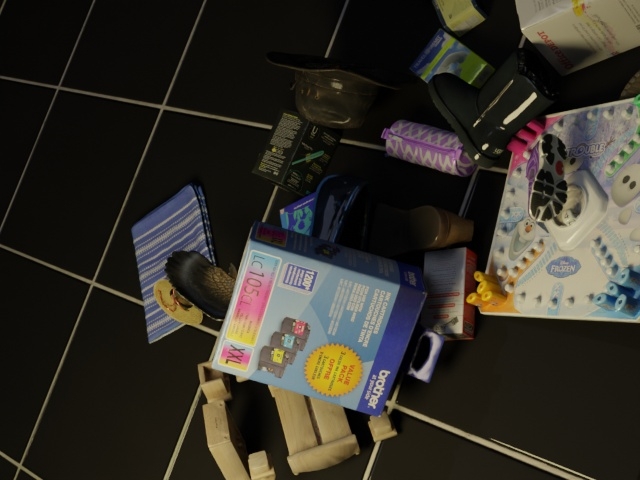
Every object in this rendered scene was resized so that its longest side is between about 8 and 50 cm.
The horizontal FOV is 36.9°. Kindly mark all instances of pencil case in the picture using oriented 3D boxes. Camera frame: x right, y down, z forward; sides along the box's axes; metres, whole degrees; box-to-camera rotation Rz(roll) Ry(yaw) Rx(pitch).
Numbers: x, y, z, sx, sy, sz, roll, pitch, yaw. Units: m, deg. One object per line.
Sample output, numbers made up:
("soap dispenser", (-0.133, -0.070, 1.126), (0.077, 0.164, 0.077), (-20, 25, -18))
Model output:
("pencil case", (0.222, -0.189, 1.935), (0.206, 0.088, 0.086), (20, 87, 40))

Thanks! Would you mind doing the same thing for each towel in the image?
("towel", (-0.356, 0.050, 2.319), (0.243, 0.040, 0.336), (-31, 56, 26))

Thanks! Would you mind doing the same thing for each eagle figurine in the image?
("eagle figurine", (-0.155, 0.116, 2.002), (0.298, 0.225, 0.226), (-1, 115, 35))

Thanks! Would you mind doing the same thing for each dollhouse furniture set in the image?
("dollhouse furniture set", (-0.044, 0.360, 1.958), (0.355, 0.174, 0.303), (-17, 45, -1))

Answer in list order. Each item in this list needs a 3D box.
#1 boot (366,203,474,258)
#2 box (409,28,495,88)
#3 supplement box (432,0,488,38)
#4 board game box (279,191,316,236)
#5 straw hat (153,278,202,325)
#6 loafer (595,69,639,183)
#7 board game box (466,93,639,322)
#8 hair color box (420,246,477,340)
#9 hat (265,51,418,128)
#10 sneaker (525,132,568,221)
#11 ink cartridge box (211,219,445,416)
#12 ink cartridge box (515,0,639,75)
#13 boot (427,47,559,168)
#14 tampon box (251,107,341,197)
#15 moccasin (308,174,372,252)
("boot", (0.179, -0.015, 1.903), (0.305, 0.115, 0.112), (1, 87, 56))
("box", (0.267, -0.362, 1.997), (0.109, 0.042, 0.178), (-51, 51, 11))
("supplement box", (0.294, -0.487, 2.017), (0.083, 0.056, 0.083), (-32, 56, 24))
("board game box", (0.000, 0.000, 2.057), (0.160, 0.047, 0.210), (-26, 60, 27))
("straw hat", (-0.310, 0.124, 2.196), (0.144, 0.145, 0.061), (4, 38, 39))
("loafer", (0.564, -0.188, 1.661), (0.102, 0.092, 0.269), (31, 98, 59))
("board game box", (0.429, -0.059, 1.660), (0.390, 0.050, 0.390), (-4, 69, 59))
("hair color box", (0.245, 0.103, 1.825), (0.093, 0.053, 0.167), (-7, 67, 36))
("hat", (0.033, -0.310, 2.028), (0.331, 0.331, 0.134), (23, 109, 41))
("sneaker", (0.387, -0.102, 1.662), (0.071, 0.068, 0.170), (132, 156, -60))
("ink cartridge box", (0.026, 0.151, 1.779), (0.151, 0.395, 0.270), (-91, 18, -72))
("ink cartridge box", (0.511, -0.467, 1.749), (0.270, 0.198, 0.197), (-20, 62, 30))
("boot", (0.326, -0.287, 1.810), (0.207, 0.094, 0.247), (-50, 48, 33))
("tampon box", (-0.053, -0.192, 2.125), (0.101, 0.120, 0.161), (23, 87, 40))
("moccasin", (0.039, 0.037, 1.892), (0.116, 0.137, 0.342), (-1, 87, 39))
